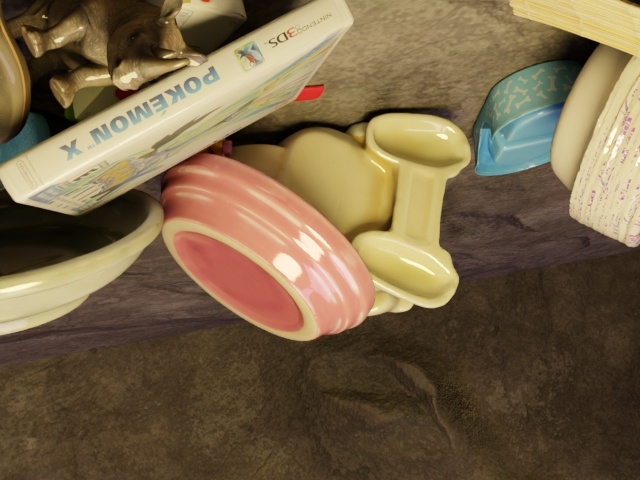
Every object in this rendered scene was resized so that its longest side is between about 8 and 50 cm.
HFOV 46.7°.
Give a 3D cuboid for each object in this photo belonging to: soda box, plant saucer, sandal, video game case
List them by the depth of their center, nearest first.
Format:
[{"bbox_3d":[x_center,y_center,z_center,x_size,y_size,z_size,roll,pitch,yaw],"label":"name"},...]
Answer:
[{"bbox_3d":[-0.254,-0.146,0.512,0.090,0.060,0.219,28,142,-1],"label":"sandal"},{"bbox_3d":[-0.159,-0.186,0.685,0.069,0.074,0.216,-1,163,-42],"label":"soda box"},{"bbox_3d":[-0.133,-0.113,0.724,0.299,0.036,0.329,-30,-175,-9],"label":"video game case"},{"bbox_3d":[-0.383,0.025,0.870,0.400,0.101,0.400,-1,-161,0],"label":"plant saucer"},{"bbox_3d":[-0.088,0.028,0.992,0.084,0.332,0.332,-55,-176,-24],"label":"plant saucer"}]

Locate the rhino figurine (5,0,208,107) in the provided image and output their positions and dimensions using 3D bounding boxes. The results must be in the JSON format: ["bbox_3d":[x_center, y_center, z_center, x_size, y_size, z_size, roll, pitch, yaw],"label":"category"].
[{"bbox_3d":[-0.168,-0.154,0.571,0.106,0.073,0.243,-36,-143,-28],"label":"rhino figurine"}]

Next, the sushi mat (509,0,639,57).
[{"bbox_3d":[0.311,-0.199,0.717,0.019,0.316,0.151,-61,151,8],"label":"sushi mat"}]

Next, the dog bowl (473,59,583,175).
[{"bbox_3d":[0.324,-0.185,1.146,0.165,0.074,0.297,-12,167,-1],"label":"dog bowl"}]

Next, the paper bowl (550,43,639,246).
[{"bbox_3d":[0.390,-0.146,0.912,0.148,0.284,0.284,29,-175,25],"label":"paper bowl"}]

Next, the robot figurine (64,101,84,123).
[{"bbox_3d":[-0.222,-0.143,0.820,0.101,0.067,0.115,12,-174,40],"label":"robot figurine"}]

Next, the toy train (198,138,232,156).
[{"bbox_3d":[-0.184,-0.133,0.963,0.125,0.046,0.166,12,162,-26],"label":"toy train"}]

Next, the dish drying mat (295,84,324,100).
[{"bbox_3d":[-0.038,-0.185,0.946,0.083,0.008,0.032,-8,165,-17],"label":"dish drying mat"}]

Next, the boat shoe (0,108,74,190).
[{"bbox_3d":[-0.382,-0.079,0.834,0.258,0.109,0.089,-7,-173,24],"label":"boat shoe"}]

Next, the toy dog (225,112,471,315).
[{"bbox_3d":[0.000,0.000,1.189,0.395,0.285,0.408,5,162,-16],"label":"toy dog"}]
